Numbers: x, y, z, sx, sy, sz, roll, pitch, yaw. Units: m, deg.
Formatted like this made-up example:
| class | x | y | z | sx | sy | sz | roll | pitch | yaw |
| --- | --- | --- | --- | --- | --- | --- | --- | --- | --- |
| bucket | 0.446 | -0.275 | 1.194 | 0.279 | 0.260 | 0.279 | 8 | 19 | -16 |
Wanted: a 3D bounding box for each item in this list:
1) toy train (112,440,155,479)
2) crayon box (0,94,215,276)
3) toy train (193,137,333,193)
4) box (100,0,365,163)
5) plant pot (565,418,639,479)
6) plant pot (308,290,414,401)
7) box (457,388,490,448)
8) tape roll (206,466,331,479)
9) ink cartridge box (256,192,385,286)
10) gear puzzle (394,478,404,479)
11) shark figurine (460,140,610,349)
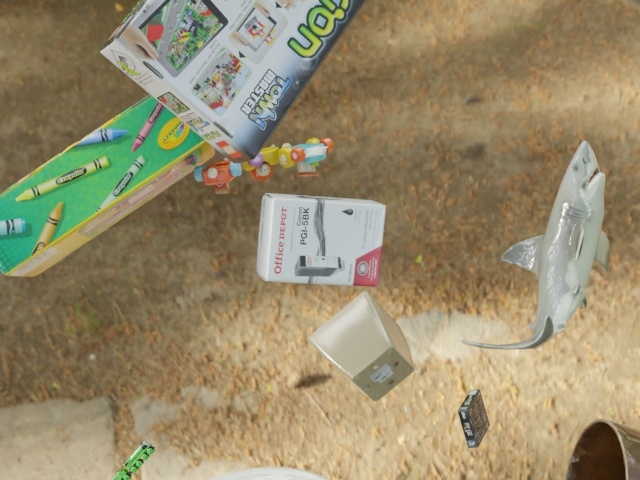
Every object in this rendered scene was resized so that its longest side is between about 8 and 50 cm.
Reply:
| class | x | y | z | sx | sy | sz | roll | pitch | yaw |
| --- | --- | --- | --- | --- | --- | --- | --- | --- | --- |
| toy train | -0.280 | 0.333 | 1.470 | 0.024 | 0.017 | 0.083 | 41 | 94 | 0 |
| crayon box | -0.255 | -0.066 | 1.144 | 0.278 | 0.165 | 0.081 | -35 | 91 | -6 |
| toy train | -0.064 | -0.087 | 1.212 | 0.166 | 0.046 | 0.125 | -8 | 15 | 11 |
| box | -0.035 | -0.165 | 0.639 | 0.207 | 0.114 | 0.036 | -56 | 22 | -17 |
| plant pot | 0.480 | 0.369 | 1.347 | 0.230 | 0.215 | 0.215 | 10 | 53 | -6 |
| plant pot | 0.068 | 0.158 | 1.375 | 0.109 | 0.109 | 0.096 | -39 | 43 | 3 |
| box | 0.250 | 0.289 | 1.600 | 0.018 | 0.067 | 0.083 | -12 | 12 | 26 |
| tape roll | -0.110 | 0.440 | 1.222 | 0.392 | 0.072 | 0.392 | -15 | 27 | 8 |
| ink cartridge box | 0.000 | 0.000 | 1.136 | 0.135 | 0.099 | 0.056 | 3 | 7 | -14 |
| gear puzzle | 0.054 | 0.137 | 0.139 | 0.044 | 0.339 | 0.175 | 11 | 80 | -10 |
| shark figurine | 0.252 | 0.039 | 1.132 | 0.116 | 0.166 | 0.278 | 9 | 58 | 31 |
